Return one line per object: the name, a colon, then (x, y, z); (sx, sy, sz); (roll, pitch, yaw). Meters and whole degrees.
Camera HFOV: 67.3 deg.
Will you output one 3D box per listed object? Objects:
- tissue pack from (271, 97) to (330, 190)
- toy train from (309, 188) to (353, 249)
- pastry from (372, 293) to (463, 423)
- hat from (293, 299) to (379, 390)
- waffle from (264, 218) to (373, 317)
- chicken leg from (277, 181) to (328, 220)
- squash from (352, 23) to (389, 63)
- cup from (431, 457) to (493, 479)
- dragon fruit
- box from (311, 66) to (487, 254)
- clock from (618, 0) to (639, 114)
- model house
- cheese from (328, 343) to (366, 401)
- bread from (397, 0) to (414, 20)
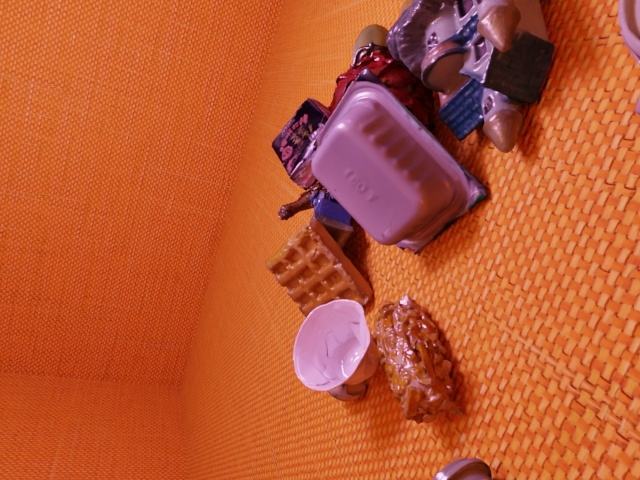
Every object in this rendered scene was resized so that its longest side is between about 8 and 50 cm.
tissue pack: (-0.034, -0.334, 1.627); (0.245, 0.123, 0.332); (-48, 33, 13)
toy train: (0.000, 0.000, 1.358); (0.202, 0.131, 0.299); (-83, 15, -51)
pastry: (0.174, 0.213, 0.887); (0.250, 0.102, 0.154); (-112, 37, -57)
hat: (0.050, 0.240, 1.044); (0.203, 0.126, 0.203); (-19, 52, 27)
waffle: (-0.008, 0.094, 1.242); (0.221, 0.248, 0.055); (-39, -2, 42)
chicken leg: (-0.036, -0.121, 1.509); (0.125, 0.196, 0.080); (-36, 86, 47)
squash: (0.139, -0.418, 1.284); (0.118, 0.118, 0.370); (145, 135, -59)
cup: (0.225, 0.389, 0.666); (0.141, 0.120, 0.120); (39, 115, 57)
dragon fruit: (0.133, -0.283, 1.071); (0.244, 0.244, 0.298); (-41, 54, 56)
box: (0.113, -0.123, 0.950); (0.106, 0.336, 0.264); (-39, -7, -41)
clock: (0.444, -0.287, 0.492); (0.265, 0.109, 0.324); (-137, 61, -64)
model house: (0.267, -0.298, 0.834); (0.267, 0.194, 0.324); (138, 136, -55)
cheese: (0.037, 0.308, 1.211); (0.249, 0.071, 0.163); (164, 117, -65)
bread: (0.217, -0.468, 1.108); (0.156, 0.086, 0.125); (106, 170, -57)
